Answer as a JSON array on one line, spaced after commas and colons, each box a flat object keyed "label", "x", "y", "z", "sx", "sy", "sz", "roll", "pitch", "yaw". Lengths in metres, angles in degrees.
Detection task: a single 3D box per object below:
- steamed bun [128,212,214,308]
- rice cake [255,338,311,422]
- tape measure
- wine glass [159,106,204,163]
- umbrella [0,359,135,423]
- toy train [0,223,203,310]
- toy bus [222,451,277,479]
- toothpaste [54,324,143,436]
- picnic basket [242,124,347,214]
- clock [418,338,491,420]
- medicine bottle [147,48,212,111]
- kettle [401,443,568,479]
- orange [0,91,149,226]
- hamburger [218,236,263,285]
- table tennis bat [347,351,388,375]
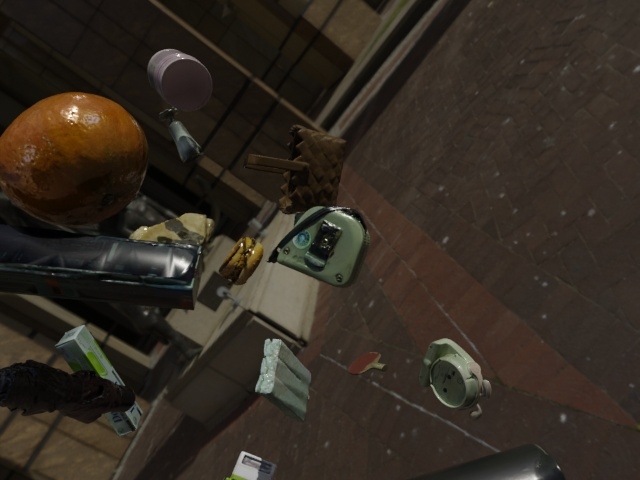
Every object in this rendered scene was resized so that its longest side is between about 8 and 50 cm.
[{"label": "steamed bun", "x": -0.525, "y": 0.056, "z": 1.551, "sx": 0.189, "sy": 0.247, "sz": 0.428, "roll": -59, "pitch": 7, "yaw": 32}, {"label": "rice cake", "x": -0.070, "y": 0.303, "z": 1.050, "sx": 0.038, "sy": 0.211, "sz": 0.124, "roll": -3, "pitch": 59, "yaw": 21}, {"label": "tape measure", "x": 0.000, "y": 0.000, "z": 1.264, "sx": 0.115, "sy": 0.235, "sz": 0.207, "roll": 9, "pitch": -79, "yaw": -70}, {"label": "wine glass", "x": -0.417, "y": -0.313, "z": 1.467, "sx": 0.072, "sy": 0.156, "sz": 0.072, "roll": -29, "pitch": 3, "yaw": 2}, {"label": "umbrella", "x": -0.464, "y": 0.286, "z": 0.918, "sx": 0.094, "sy": 0.090, "sz": 0.326, "roll": -38, "pitch": -28, "yaw": -2}, {"label": "toy train", "x": -0.388, "y": 0.040, "z": 0.743, "sx": 0.089, "sy": 0.408, "sz": 0.086, "roll": 102, "pitch": 172, "yaw": -51}, {"label": "toy bus", "x": -0.177, "y": 0.602, "z": 1.167, "sx": 0.302, "sy": 0.113, "sz": 0.139, "roll": 106, "pitch": -174, "yaw": -58}, {"label": "toothpaste", "x": -0.622, "y": 0.402, "z": 1.404, "sx": 0.067, "sy": 0.337, "sz": 0.081, "roll": -22, "pitch": 20, "yaw": 4}, {"label": "picnic basket", "x": -0.090, "y": -0.231, "z": 1.626, "sx": 0.254, "sy": 0.320, "sz": 0.292, "roll": -151, "pitch": 70, "yaw": -75}, {"label": "clock", "x": 0.341, "y": 0.354, "z": 1.245, "sx": 0.191, "sy": 0.062, "sz": 0.152, "roll": 40, "pitch": 127, "yaw": 46}, {"label": "medicine bottle", "x": -0.366, "y": -0.417, "z": 1.270, "sx": 0.133, "sy": 0.133, "sz": 0.249, "roll": -54, "pitch": 34, "yaw": 4}, {"label": "kettle", "x": 0.323, "y": 0.557, "z": 0.959, "sx": 0.307, "sy": 0.262, "sz": 0.203, "roll": -15, "pitch": 13, "yaw": -6}, {"label": "orange", "x": -0.387, "y": -0.121, "z": 0.796, "sx": 0.240, "sy": 0.171, "sz": 0.240, "roll": -41, "pitch": -7, "yaw": -6}, {"label": "hamburger", "x": -0.288, "y": 0.073, "z": 1.822, "sx": 0.182, "sy": 0.118, "sz": 0.191, "roll": -50, "pitch": 14, "yaw": 8}, {"label": "table tennis bat", "x": 0.180, "y": 0.453, "z": 1.807, "sx": 0.131, "sy": 0.022, "sz": 0.234, "roll": -35, "pitch": 7, "yaw": -23}]
